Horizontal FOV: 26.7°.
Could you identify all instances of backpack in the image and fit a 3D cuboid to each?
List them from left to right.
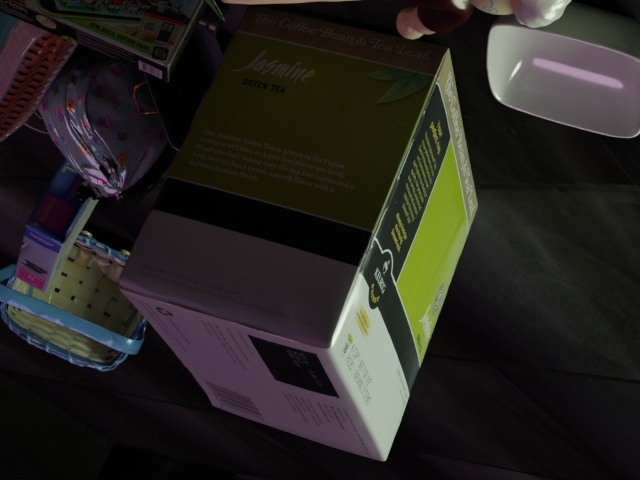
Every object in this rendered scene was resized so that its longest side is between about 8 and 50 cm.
[{"bbox_3d":[-0.247,-0.141,1.576,0.115,0.152,0.182,1,138,36],"label":"backpack"}]

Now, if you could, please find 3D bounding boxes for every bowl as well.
[{"bbox_3d":[0.215,-0.151,1.136,0.142,0.053,0.142,18,158,16],"label":"bowl"}]

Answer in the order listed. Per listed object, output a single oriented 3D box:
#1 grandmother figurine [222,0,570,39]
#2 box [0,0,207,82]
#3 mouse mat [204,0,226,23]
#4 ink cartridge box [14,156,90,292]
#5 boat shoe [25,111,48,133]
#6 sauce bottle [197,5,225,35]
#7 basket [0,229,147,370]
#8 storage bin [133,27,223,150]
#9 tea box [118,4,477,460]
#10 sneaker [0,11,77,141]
[{"bbox_3d":[0.051,-0.225,1.075,0.342,0.104,0.208,13,166,34],"label":"grandmother figurine"},{"bbox_3d":[-0.218,-0.244,1.297,0.207,0.114,0.036,23,160,1],"label":"box"},{"bbox_3d":[-0.149,-0.279,1.146,0.190,0.007,0.153,50,176,33],"label":"mouse mat"},{"bbox_3d":[-0.334,-0.054,1.796,0.065,0.186,0.311,29,159,-9],"label":"ink cartridge box"},{"bbox_3d":[-0.347,-0.198,1.602,0.068,0.081,0.228,14,155,37],"label":"boat shoe"},{"bbox_3d":[-0.158,-0.241,1.346,0.128,0.042,0.042,20,160,3],"label":"sauce bottle"},{"bbox_3d":[-0.397,0.094,2.171,0.254,0.201,0.289,25,-169,-6],"label":"basket"},{"bbox_3d":[-0.149,-0.155,1.417,0.091,0.098,0.135,161,89,-75],"label":"storage bin"},{"bbox_3d":[0.000,0.000,1.359,0.220,0.324,0.329,16,158,19],"label":"tea box"},{"bbox_3d":[-0.368,-0.198,1.482,0.302,0.108,0.121,-41,79,37],"label":"sneaker"}]
